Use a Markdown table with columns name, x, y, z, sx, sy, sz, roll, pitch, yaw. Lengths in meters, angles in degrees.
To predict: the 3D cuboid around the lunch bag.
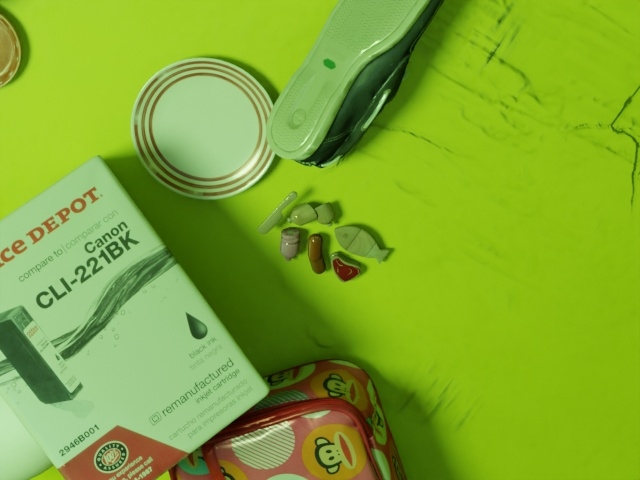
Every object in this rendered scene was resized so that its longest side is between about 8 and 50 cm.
| name | x | y | z | sx | sy | sz | roll | pitch | yaw |
| --- | --- | --- | --- | --- | --- | --- | --- | --- | --- |
| lunch bag | -0.033 | 0.286 | 1.194 | 0.258 | 0.120 | 0.293 | -18 | 112 | 13 |

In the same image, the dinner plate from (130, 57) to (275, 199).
| name | x | y | z | sx | sy | sz | roll | pitch | yaw |
| --- | --- | --- | --- | --- | --- | --- | --- | --- | --- |
| dinner plate | -0.110 | -0.107 | 1.065 | 0.141 | 0.017 | 0.141 | 0 | 115 | 0 |

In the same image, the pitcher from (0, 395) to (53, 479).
| name | x | y | z | sx | sy | sz | roll | pitch | yaw |
| --- | --- | --- | --- | --- | --- | --- | --- | --- | --- |
| pitcher | -0.296 | 0.145 | 1.134 | 0.207 | 0.125 | 0.178 | -25 | 98 | 0 |

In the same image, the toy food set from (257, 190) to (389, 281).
| name | x | y | z | sx | sy | sz | roll | pitch | yaw |
| --- | --- | --- | --- | --- | --- | --- | --- | --- | --- |
| toy food set | 0.000 | 0.000 | 1.113 | 0.122 | 0.019 | 0.078 | 36 | 110 | -23 |

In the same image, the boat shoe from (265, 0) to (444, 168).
| name | x | y | z | sx | sy | sz | roll | pitch | yaw |
| --- | --- | --- | --- | --- | --- | --- | --- | --- | --- |
| boat shoe | 0.044 | -0.166 | 1.017 | 0.079 | 0.084 | 0.233 | 20 | 111 | -50 |

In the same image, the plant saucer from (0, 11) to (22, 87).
| name | x | y | z | sx | sy | sz | roll | pitch | yaw |
| --- | --- | --- | --- | --- | --- | --- | --- | --- | --- |
| plant saucer | -0.318 | -0.179 | 1.036 | 0.083 | 0.013 | 0.084 | 0 | 114 | 1 |

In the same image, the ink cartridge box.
| name | x | y | z | sx | sy | sz | roll | pitch | yaw |
| --- | --- | --- | --- | --- | --- | --- | --- | --- | --- |
| ink cartridge box | -0.208 | 0.084 | 1.038 | 0.197 | 0.114 | 0.273 | -37 | 96 | -10 |
